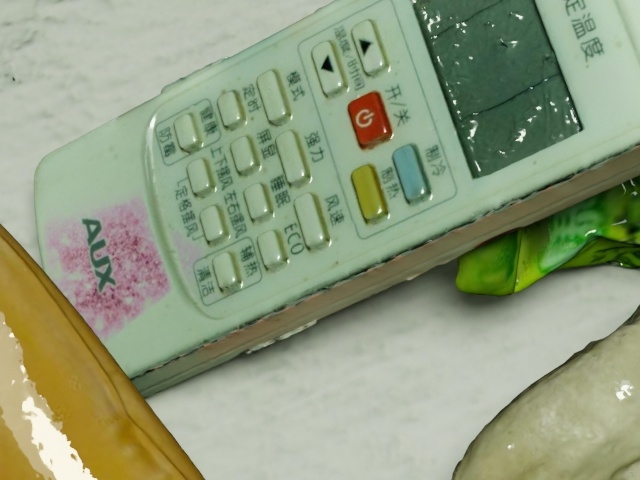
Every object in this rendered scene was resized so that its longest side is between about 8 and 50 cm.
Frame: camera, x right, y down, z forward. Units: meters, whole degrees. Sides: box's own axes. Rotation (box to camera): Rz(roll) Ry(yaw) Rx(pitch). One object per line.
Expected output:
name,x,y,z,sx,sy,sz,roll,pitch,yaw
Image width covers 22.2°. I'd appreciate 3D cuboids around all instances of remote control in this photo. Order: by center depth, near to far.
remote control,0.009,-0.042,0.810,0.344,0.050,0.145,-26,68,20

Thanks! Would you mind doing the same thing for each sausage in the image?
sausage,-0.172,0.068,0.787,0.134,0.116,0.354,-42,82,28

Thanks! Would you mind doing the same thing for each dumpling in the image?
dumpling,0.131,0.096,0.767,0.332,0.166,0.086,-36,73,-12

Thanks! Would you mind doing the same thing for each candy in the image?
candy,0.182,-0.027,0.866,0.246,0.069,0.149,9,74,-15
